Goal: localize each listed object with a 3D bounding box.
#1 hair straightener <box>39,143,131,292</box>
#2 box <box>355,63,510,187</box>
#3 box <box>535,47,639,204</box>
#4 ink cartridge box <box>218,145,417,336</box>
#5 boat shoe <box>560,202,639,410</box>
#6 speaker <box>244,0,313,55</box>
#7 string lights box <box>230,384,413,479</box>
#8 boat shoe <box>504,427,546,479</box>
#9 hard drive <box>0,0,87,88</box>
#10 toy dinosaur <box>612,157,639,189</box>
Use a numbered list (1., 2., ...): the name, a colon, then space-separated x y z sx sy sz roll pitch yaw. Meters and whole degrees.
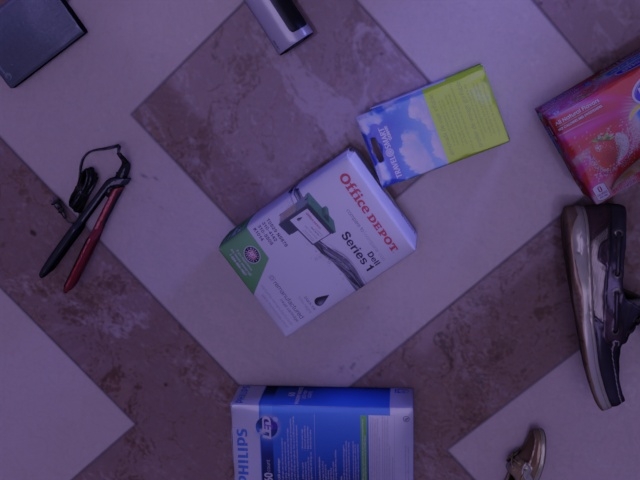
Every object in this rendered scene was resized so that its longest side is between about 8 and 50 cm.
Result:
1. hair straightener: -0.343 -0.041 1.232 0.089 0.047 0.230 30 105 -2
2. box: 0.148 -0.150 1.154 0.178 0.042 0.109 -20 100 11
3. box: 0.415 -0.169 1.079 0.257 0.122 0.128 -30 99 12
4. ink cartridge box: 0.000 0.000 1.182 0.219 0.092 0.160 -35 98 14
5. boat shoe: 0.384 0.088 1.160 0.092 0.103 0.285 -9 97 13
6. speaker: -0.069 -0.312 1.132 0.055 0.055 0.136 -32 98 13
7. string lights box: 0.005 0.285 1.260 0.260 0.077 0.133 1 103 6
8. boat shoe: 0.289 0.331 1.255 0.045 0.050 0.135 12 105 -2
9. hard drive: -0.399 -0.285 1.191 0.135 0.022 0.094 -33 98 13
10. toy dinosaur: 0.414 -0.123 0.999 0.183 0.053 0.092 -25 103 11
